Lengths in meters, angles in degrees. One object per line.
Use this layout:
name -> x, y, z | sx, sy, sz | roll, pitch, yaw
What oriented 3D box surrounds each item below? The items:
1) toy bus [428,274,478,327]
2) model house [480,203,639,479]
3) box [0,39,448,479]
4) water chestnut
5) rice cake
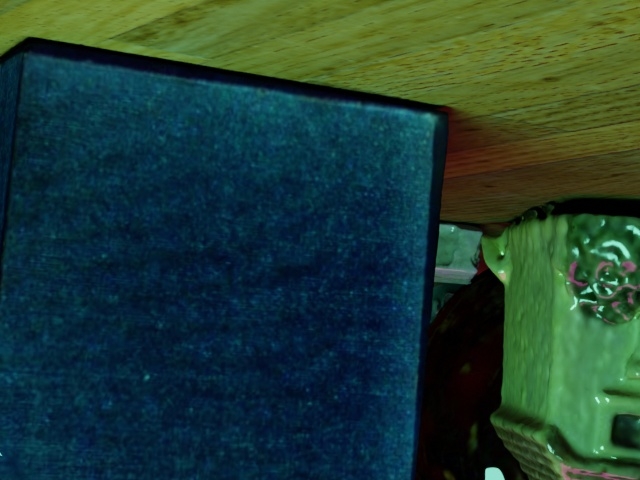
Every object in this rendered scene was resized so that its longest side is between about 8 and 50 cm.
toy bus -> 0.034, 0.085, 1.920 | 0.256, 0.147, 0.128 | 2, 175, 33
model house -> 0.301, 0.115, 1.471 | 0.321, 0.266, 0.261 | 6, 177, -7
box -> -0.074, 0.045, 1.047 | 0.261, 0.279, 0.116 | 8, 175, -21
water chestnut -> 0.228, 0.176, 1.734 | 0.350, 0.350, 0.302 | 6, 171, -10
rice cake -> 0.002, 0.000, 1.608 | 0.298, 0.050, 0.106 | 6, 174, -8
